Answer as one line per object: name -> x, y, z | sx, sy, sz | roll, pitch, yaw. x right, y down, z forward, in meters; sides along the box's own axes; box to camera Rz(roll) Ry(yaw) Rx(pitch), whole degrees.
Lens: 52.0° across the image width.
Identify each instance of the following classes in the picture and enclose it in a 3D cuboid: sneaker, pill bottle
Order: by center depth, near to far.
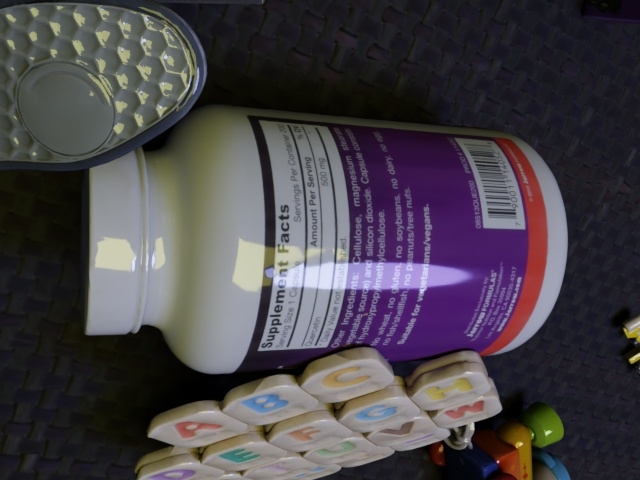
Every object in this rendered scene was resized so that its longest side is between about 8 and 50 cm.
sneaker -> -0.158, -0.092, 0.371 | 0.226, 0.163, 0.086 | -13, 114, 12
pill bottle -> 0.000, 0.000, 0.474 | 0.322, 0.181, 0.182 | 1, 110, -22

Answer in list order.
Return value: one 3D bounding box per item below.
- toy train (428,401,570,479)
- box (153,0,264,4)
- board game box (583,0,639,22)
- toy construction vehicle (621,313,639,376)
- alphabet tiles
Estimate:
toy train -> 0.198, 0.214, 0.696 | 0.143, 0.105, 0.248 | -23, 118, -24
box -> -0.144, -0.227, 0.351 | 0.230, 0.056, 0.183 | -2, 123, -10
board game box -> 0.325, -0.236, 0.416 | 0.056, 0.347, 0.208 | -4, 111, -20
toy construction vehicle -> 0.389, 0.107, 0.768 | 0.086, 0.035, 0.098 | -36, 118, 7
alphabet tiles -> 0.004, 0.160, 0.536 | 0.284, 0.021, 0.278 | -20, 148, 11
